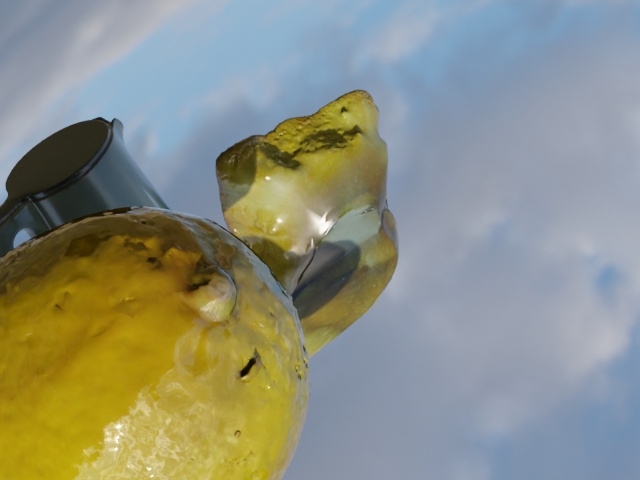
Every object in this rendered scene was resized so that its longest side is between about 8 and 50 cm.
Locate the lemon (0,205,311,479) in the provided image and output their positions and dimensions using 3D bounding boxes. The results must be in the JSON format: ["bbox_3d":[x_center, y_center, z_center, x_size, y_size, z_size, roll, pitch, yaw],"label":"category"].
[{"bbox_3d":[-0.126,0.098,0.968,0.236,0.236,0.263,-52,170,-25],"label":"lemon"}]

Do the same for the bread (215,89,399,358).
[{"bbox_3d":[0.000,0.000,1.315,0.160,0.233,0.088,-22,-135,-18],"label":"bread"}]

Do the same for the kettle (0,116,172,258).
[{"bbox_3d":[-0.164,0.001,1.133,0.126,0.148,0.098,-32,-149,0],"label":"kettle"}]
